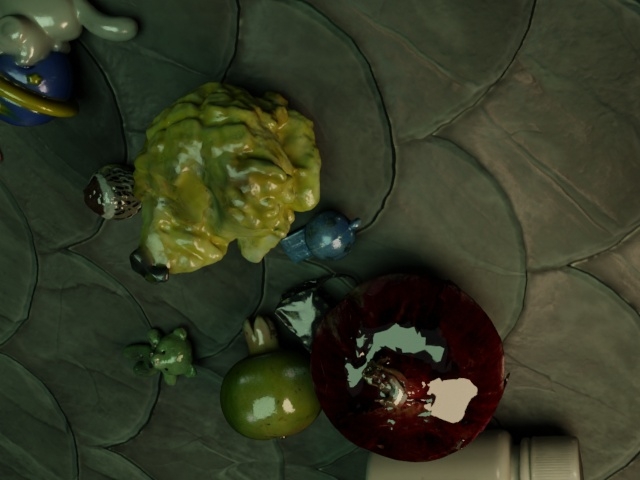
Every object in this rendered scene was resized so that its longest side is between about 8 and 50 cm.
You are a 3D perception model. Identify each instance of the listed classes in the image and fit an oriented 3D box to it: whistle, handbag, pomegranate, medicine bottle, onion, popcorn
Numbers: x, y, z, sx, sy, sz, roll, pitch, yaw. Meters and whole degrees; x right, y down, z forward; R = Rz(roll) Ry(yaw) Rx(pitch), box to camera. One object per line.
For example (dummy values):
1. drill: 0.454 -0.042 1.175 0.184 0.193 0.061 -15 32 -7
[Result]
1. whistle: 0.000 0.000 1.356 0.158 0.090 0.090 -27 103 24
2. handbag: 0.008 0.108 1.418 0.139 0.072 0.115 -39 99 13
3. pomegranate: -0.091 0.242 1.437 0.179 0.179 0.210 -25 104 24
4. medicine bottle: 0.260 0.419 1.395 0.340 0.208 0.208 -6 111 18
5. onion: 0.136 0.201 1.308 0.314 0.232 0.313 1 98 6
6. popcorn: -0.133 -0.099 1.266 0.293 0.237 0.292 5 110 15

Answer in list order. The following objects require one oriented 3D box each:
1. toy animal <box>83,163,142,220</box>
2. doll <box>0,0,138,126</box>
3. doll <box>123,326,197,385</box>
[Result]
1. toy animal: -0.329 -0.076 1.410 0.137 0.098 0.098 11 115 11
2. doll: -0.483 -0.317 1.313 0.311 0.159 0.242 36 119 2
3. doll: -0.299 0.220 1.548 0.150 0.077 0.115 -15 98 33
